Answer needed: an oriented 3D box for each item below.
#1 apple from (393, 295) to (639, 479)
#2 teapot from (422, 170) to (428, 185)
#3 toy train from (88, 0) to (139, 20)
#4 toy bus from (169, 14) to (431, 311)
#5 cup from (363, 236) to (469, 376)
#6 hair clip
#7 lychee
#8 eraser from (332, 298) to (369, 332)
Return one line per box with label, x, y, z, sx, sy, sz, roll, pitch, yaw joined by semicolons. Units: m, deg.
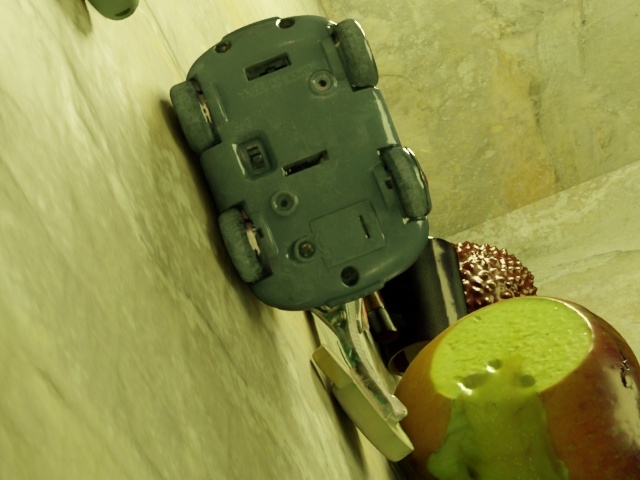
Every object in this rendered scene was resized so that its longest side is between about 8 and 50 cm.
apple;0.265;0.259;1.571;0.384;0.374;0.374;-42;109;-87
teapot;0.113;-0.125;2.389;0.178;0.135;0.252;12;30;-45
toy train;-0.211;-0.285;0.946;0.051;0.052;0.234;-76;144;-71
toy bus;-0.016;-0.071;1.191;0.232;0.197;0.294;81;-14;-81
cup;0.124;0.109;1.869;0.166;0.239;0.177;127;-41;-49
hair clip;0.043;0.152;1.355;0.218;0.071;0.159;64;12;22
lychee;0.283;0.134;2.281;0.276;0.304;0.275;42;-40;50
eraser;0.000;0.000;1.582;0.157;0.038;0.230;-102;168;-49
